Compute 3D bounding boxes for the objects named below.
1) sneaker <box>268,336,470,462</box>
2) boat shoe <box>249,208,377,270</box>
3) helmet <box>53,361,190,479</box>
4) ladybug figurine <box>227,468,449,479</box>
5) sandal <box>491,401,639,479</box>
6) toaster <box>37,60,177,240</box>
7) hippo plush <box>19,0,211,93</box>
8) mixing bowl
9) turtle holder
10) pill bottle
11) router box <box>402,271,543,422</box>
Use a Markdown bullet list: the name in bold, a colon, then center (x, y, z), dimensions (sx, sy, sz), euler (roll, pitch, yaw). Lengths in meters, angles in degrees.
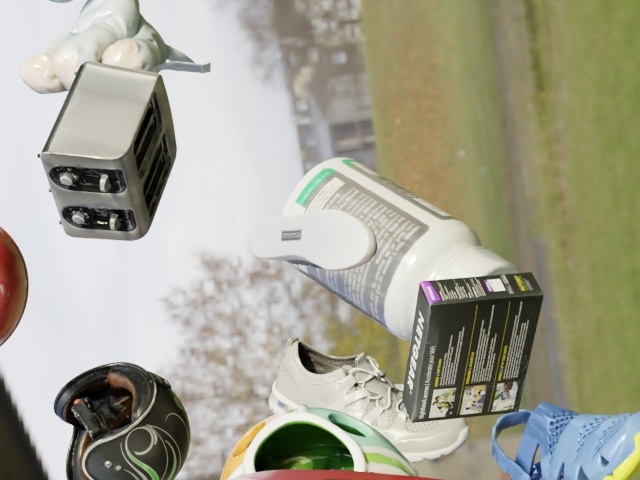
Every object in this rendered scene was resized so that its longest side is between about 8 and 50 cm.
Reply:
- **sneaker**: center (0.061, 0.208, 1.932), dimensions (0.105, 0.281, 0.115), euler (-40, -41, -60)
- **boat shoe**: center (0.000, 0.000, 1.209), dimensions (0.040, 0.142, 0.049), euler (13, -95, -43)
- **helmet**: center (-0.244, 0.247, 1.820), dimensions (0.169, 0.169, 0.162), euler (-92, -10, -46)
- **ladybug figurine**: center (0.041, 0.266, 1.128), dimensions (0.449, 0.305, 0.162), euler (12, -95, -50)
- **sandal**: center (0.309, 0.264, 1.861), dimensions (0.138, 0.126, 0.317), euler (58, 148, 4)
- **toaster**: center (-0.253, -0.111, 1.787), dimensions (0.168, 0.110, 0.186), euler (86, -164, -53)
- **hippo plush**: center (-0.321, -0.355, 2.234), dimensions (0.234, 0.294, 0.237), euler (-154, 56, -72)
- **mixing bowl**: center (-0.411, 0.059, 1.639), dimensions (0.098, 0.181, 0.181), euler (-160, 60, -72)
- **turtle holder**: center (0.014, 0.331, 1.688), dimensions (0.320, 0.243, 0.227), euler (58, 169, 35)
- **pill bottle**: center (0.122, 0.030, 2.299), dimensions (0.361, 0.204, 0.204), euler (33, 151, 35)
- **router box**: center (0.169, 0.122, 1.655), dimensions (0.046, 0.133, 0.179), euler (-111, 22, -51)
